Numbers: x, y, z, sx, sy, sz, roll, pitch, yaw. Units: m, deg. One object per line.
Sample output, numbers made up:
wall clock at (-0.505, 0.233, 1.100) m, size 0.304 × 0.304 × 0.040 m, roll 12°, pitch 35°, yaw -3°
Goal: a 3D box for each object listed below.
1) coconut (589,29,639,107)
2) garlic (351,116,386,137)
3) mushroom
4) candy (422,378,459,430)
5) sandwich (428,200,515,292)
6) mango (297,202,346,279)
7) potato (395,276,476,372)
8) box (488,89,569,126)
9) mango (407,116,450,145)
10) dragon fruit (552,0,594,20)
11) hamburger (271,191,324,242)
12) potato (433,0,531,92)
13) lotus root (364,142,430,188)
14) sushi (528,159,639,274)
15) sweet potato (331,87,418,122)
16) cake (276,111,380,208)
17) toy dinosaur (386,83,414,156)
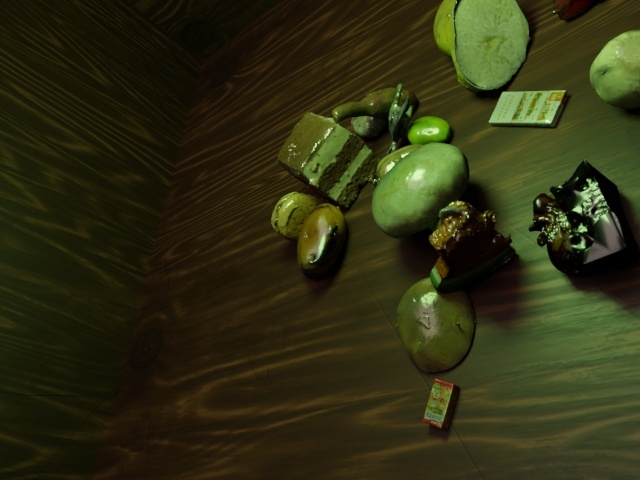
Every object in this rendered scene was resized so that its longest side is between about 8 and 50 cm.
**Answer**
coconut at (0.828, -0.454, 1.389) m, size 0.224 × 0.224 × 0.224 m, roll -26°, pitch 48°, yaw 32°
garlic at (0.203, -0.484, 2.128) m, size 0.159 × 0.102 × 0.147 m, roll -32°, pitch 57°, yaw 43°
mushroom at (0.320, -0.141, 1.613) m, size 0.352 × 0.260 × 0.352 m, roll -45°, pitch -3°, yaw -3°
candy at (0.324, 0.438, 1.412) m, size 0.062 × 0.038 × 0.122 m, roll 4°, pitch 67°, yaw 47°
sandwich at (0.376, -0.008, 1.429) m, size 0.250 × 0.301 × 0.162 m, roll -32°, pitch 51°, yaw 2°
mango at (0.000, 0.000, 1.958) m, size 0.201 × 0.152 × 0.287 m, roll 13°, pitch 74°, yaw 39°
potato at (0.318, 0.221, 1.518) m, size 0.239 × 0.116 × 0.299 m, roll -21°, pitch 52°, yaw 30°
box at (0.655, -0.418, 1.668) m, size 0.220 × 0.032 × 0.122 m, roll 17°, pitch 77°, yaw 51°
mango at (0.389, -0.390, 1.888) m, size 0.163 × 0.089 × 0.117 m, roll 0°, pitch 55°, yaw 33°
dragon fruit at (0.821, -0.894, 1.605) m, size 0.228 × 0.329 × 0.286 m, roll 6°, pitch 68°, yaw 41°
hamburger at (-0.087, -0.090, 2.062) m, size 0.214 × 0.213 × 0.108 m, roll -56°, pitch 38°, yaw 1°
potato at (0.540, -0.709, 1.882) m, size 0.296 × 0.289 × 0.397 m, roll -169°, pitch 69°, yaw -77°
lotus root at (0.289, -0.243, 1.842) m, size 0.257 × 0.140 × 0.154 m, roll -30°, pitch 32°, yaw 15°
sushi at (0.641, -0.039, 1.310) m, size 0.212 × 0.215 × 0.227 m, roll -30°, pitch 66°, yaw 35°
sweet potato at (0.205, -0.511, 1.988) m, size 0.109 × 0.385 × 0.109 m, roll 46°, pitch 144°, yaw 49°
cake at (0.028, -0.319, 2.050) m, size 0.282 × 0.290 × 0.255 m, roll -54°, pitch 40°, yaw -3°
toy dinosaur at (0.289, -0.427, 1.920) m, size 0.077 × 0.294 × 0.162 m, roll 10°, pitch 49°, yaw 14°
